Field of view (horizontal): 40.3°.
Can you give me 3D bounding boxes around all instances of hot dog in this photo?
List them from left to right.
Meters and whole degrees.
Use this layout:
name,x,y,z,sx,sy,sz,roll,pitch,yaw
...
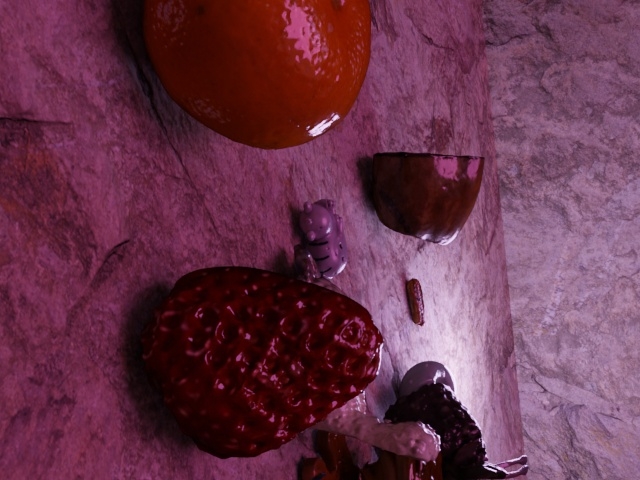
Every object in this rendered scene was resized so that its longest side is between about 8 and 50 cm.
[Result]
name,x,y,z,sx,sy,sz,roll,pitch,yaw
hot dog,0.279,0.179,2.512,0.062,0.038,0.144,-33,114,-64

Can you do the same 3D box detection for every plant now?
name,x,y,z,sx,sy,sz,roll,pitch,yaw
plant,0.309,0.525,2.157,0.312,0.215,0.213,55,-7,36

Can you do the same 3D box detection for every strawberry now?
name,x,y,z,sx,sy,sz,roll,pitch,yaw
strawberry,-0.078,0.191,1.350,0.295,0.345,0.317,-47,127,-61

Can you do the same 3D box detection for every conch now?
name,x,y,z,sx,sy,sz,roll,pitch,yaw
conch,0.277,0.412,2.354,0.221,0.121,0.185,35,68,-51

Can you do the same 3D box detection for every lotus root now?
name,x,y,z,sx,sy,sz,roll,pitch,yaw
lotus root,0.253,-0.131,2.322,0.316,0.316,0.250,-16,117,-65

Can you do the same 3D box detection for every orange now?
name,x,y,z,sx,sy,sz,roll,pitch,yaw
orange,-0.105,-0.358,1.443,0.424,0.326,0.424,17,70,-59

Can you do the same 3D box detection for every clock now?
name,x,y,z,sx,sy,sz,roll,pitch,yaw
clock,-0.001,0.000,1.887,0.117,0.080,0.176,-15,97,-66

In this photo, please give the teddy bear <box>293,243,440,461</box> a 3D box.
name,x,y,z,sx,sy,sz,roll,pitch,yaw
teddy bear,0.086,0.221,1.752,0.327,0.375,0.362,45,58,-72

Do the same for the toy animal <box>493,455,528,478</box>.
name,x,y,z,sx,sy,sz,roll,pitch,yaw
toy animal,0.394,0.643,2.362,0.302,0.284,0.225,-1,88,-67

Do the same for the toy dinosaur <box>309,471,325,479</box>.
name,x,y,z,sx,sy,sz,roll,pitch,yaw
toy dinosaur,-0.095,0.499,1.495,0.363,0.147,0.076,-41,124,-70

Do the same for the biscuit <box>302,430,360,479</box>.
name,x,y,z,sx,sy,sz,roll,pitch,yaw
biscuit,0.040,0.557,1.887,0.334,0.047,0.202,67,30,-29

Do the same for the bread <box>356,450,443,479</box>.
name,x,y,z,sx,sy,sz,roll,pitch,yaw
bread,0.174,0.589,1.911,0.277,0.167,0.324,22,65,-68
